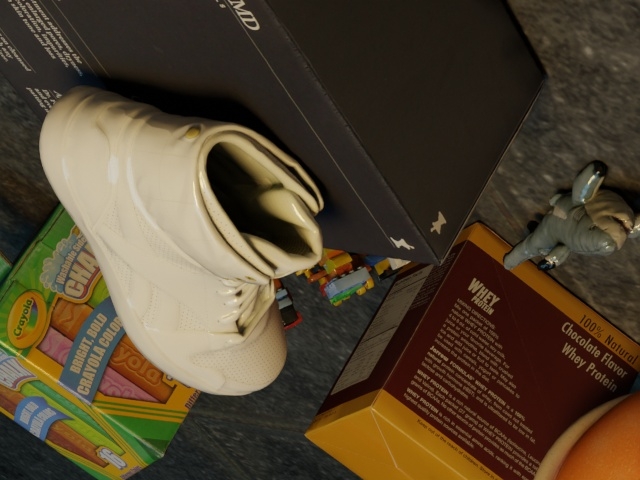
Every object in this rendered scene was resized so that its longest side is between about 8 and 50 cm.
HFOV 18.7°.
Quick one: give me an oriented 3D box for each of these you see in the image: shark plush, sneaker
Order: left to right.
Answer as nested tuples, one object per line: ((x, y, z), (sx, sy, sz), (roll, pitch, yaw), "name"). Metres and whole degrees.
((-0.061, 0.023, 1.331), (0.169, 0.108, 0.292), (13, 148, 39), "sneaker")
((0.180, -0.007, 1.471), (0.073, 0.067, 0.161), (45, 151, -26), "shark plush")

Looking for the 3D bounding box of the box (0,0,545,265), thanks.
((-0.069, -0.167, 1.331), (0.312, 0.179, 0.343), (9, 146, 40), "box")

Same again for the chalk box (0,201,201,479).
((-0.259, 0.088, 1.977), (0.289, 0.179, 0.180), (35, 153, -8), "chalk box")

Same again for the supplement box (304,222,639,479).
((0.130, 0.127, 1.614), (0.191, 0.194, 0.129), (37, 153, -12), "supplement box")

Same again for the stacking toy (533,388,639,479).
((0.367, 0.136, 1.333), (0.350, 0.350, 0.480), (28, 138, 6), "stacking toy")

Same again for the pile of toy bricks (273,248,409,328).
((0.000, 0.000, 1.658), (0.105, 0.118, 0.212), (64, 163, 5), "pile of toy bricks")
